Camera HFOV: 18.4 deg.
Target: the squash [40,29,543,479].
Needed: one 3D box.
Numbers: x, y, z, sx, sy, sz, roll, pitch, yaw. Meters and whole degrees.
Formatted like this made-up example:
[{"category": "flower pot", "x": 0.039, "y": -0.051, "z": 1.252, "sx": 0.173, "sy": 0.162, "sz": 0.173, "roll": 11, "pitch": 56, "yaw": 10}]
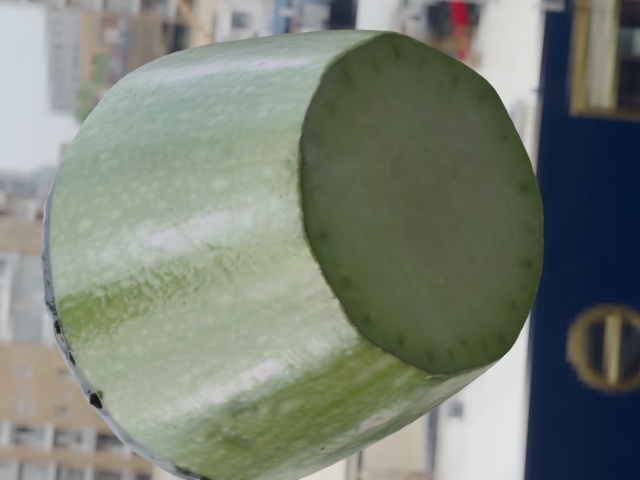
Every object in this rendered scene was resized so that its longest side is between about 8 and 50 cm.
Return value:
[{"category": "squash", "x": 0.000, "y": 0.000, "z": 0.703, "sx": 0.123, "sy": 0.170, "sz": 0.170, "roll": -18, "pitch": 61, "yaw": 47}]
